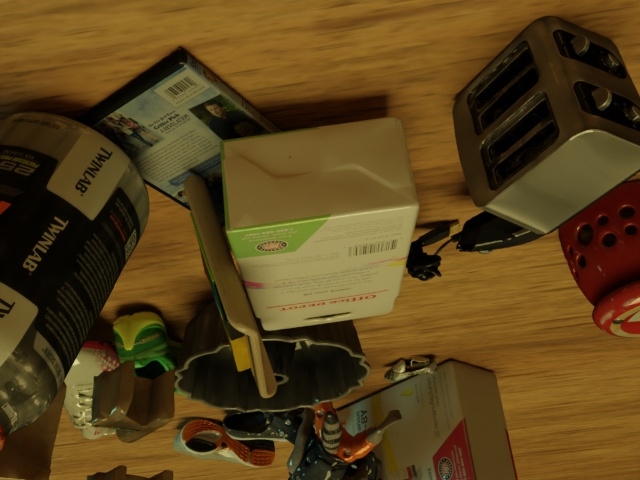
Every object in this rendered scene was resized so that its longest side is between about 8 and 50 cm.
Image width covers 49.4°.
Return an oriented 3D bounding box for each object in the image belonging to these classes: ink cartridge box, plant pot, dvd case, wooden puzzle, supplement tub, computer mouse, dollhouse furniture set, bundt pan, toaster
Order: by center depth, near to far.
[{"bbox_3d":[-0.326,0.045,0.704,0.207,0.338,0.207,9,138,8],"label":"supplement tub"},{"bbox_3d":[0.234,-0.114,0.729,0.110,0.168,0.185,17,140,-27],"label":"toaster"},{"bbox_3d":[-0.138,-0.105,0.823,0.180,0.022,0.253,-23,144,28],"label":"dvd case"},{"bbox_3d":[-0.117,0.067,0.872,0.044,0.221,0.239,-20,150,-7],"label":"wooden puzzle"},{"bbox_3d":[0.000,0.000,0.886,0.207,0.119,0.353,-8,155,-3],"label":"ink cartridge box"},{"bbox_3d":[-0.407,0.187,0.897,0.362,0.394,0.256,21,140,-35],"label":"dollhouse furniture set"},{"bbox_3d":[0.227,-0.012,0.934,0.262,0.060,0.184,-31,-174,-3],"label":"computer mouse"},{"bbox_3d":[0.455,0.036,0.991,0.191,0.174,0.191,-3,150,-2],"label":"plant pot"},{"bbox_3d":[-0.082,0.182,1.189,0.330,0.124,0.331,-3,148,-2],"label":"bundt pan"},{"bbox_3d":[0.216,0.470,1.538,0.160,0.279,0.384,21,139,-36],"label":"ink cartridge box"}]

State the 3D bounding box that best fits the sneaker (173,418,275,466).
[{"bbox_3d":[-0.239,0.503,1.719,0.262,0.099,0.121,23,146,-25],"label":"sneaker"}]

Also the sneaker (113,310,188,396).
[{"bbox_3d":[-0.288,0.231,1.236,0.109,0.124,0.295,-11,149,10],"label":"sneaker"}]

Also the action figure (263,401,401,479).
[{"bbox_3d":[-0.020,0.409,1.427,0.341,0.178,0.330,25,119,14],"label":"action figure"}]

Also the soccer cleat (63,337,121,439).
[{"bbox_3d":[-0.399,0.269,1.224,0.116,0.143,0.331,-3,157,-5],"label":"soccer cleat"}]

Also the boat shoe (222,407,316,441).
[{"bbox_3d":[-0.118,0.417,1.608,0.228,0.080,0.076,-4,150,12],"label":"boat shoe"}]

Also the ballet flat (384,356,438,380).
[{"bbox_3d":[0.184,0.261,1.439,0.114,0.041,0.041,-13,147,11],"label":"ballet flat"}]
